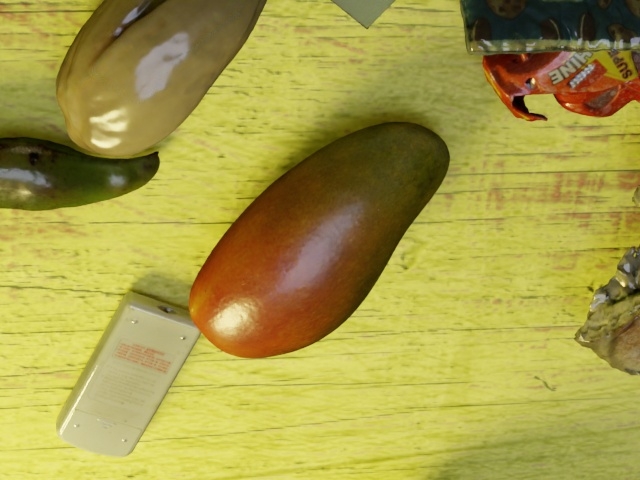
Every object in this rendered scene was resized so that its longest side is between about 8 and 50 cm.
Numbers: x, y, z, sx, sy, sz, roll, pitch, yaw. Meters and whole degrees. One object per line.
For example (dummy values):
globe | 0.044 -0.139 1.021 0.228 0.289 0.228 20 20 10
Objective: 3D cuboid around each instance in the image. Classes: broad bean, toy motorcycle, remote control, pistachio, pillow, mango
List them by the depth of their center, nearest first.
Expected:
pillow | 0.239 -0.252 1.651 0.255 0.034 0.189 -2 81 -9
pistachio | -0.141 -0.166 1.660 0.226 0.136 0.136 -45 120 11
broad bean | -0.315 -0.059 1.732 0.339 0.061 0.077 -3 131 -7
toy motorcycle | 0.259 -0.177 1.733 0.298 0.089 0.171 6 124 -14
mango | -0.005 -0.002 1.788 0.146 0.129 0.289 32 105 -24
remote control | -0.194 0.138 1.904 0.087 0.029 0.190 19 118 -20

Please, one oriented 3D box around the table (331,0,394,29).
table | 0.071 -0.316 1.594 0.121 0.111 0.240 36 111 -28

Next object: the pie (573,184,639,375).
pie | 0.405 0.015 1.869 0.337 0.075 0.337 -14 138 -13
